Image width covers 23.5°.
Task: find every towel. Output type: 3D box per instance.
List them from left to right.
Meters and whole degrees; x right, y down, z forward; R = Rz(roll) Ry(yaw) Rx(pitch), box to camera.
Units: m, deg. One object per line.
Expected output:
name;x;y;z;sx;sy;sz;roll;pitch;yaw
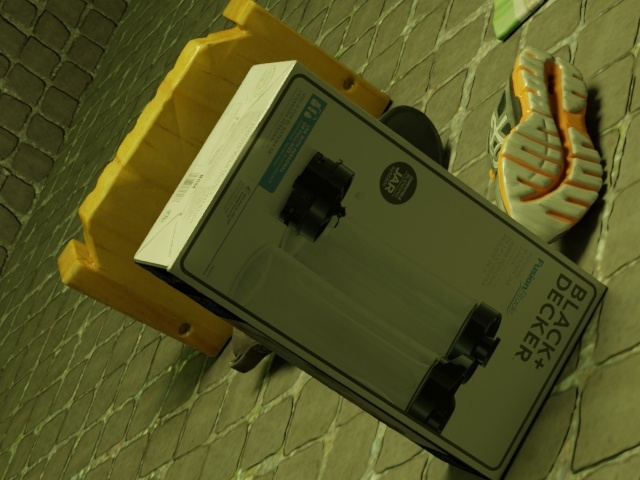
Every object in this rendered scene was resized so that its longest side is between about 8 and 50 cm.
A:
towel;0.219;-0.276;1.503;0.152;0.023;0.113;-45;22;31

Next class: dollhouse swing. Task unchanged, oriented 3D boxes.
dollhouse swing;-0.147;-0.104;1.744;0.347;0.315;0.305;-56;40;4

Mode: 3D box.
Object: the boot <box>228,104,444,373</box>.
boot;0.000;0.000;1.494;0.229;0.091;0.263;-15;48;61

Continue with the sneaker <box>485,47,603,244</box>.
sneaker;0.170;-0.061;1.223;0.083;0.084;0.215;-58;11;40

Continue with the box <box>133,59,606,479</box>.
box;0.039;0.023;1.070;0.169;0.290;0.087;-58;21;-10
